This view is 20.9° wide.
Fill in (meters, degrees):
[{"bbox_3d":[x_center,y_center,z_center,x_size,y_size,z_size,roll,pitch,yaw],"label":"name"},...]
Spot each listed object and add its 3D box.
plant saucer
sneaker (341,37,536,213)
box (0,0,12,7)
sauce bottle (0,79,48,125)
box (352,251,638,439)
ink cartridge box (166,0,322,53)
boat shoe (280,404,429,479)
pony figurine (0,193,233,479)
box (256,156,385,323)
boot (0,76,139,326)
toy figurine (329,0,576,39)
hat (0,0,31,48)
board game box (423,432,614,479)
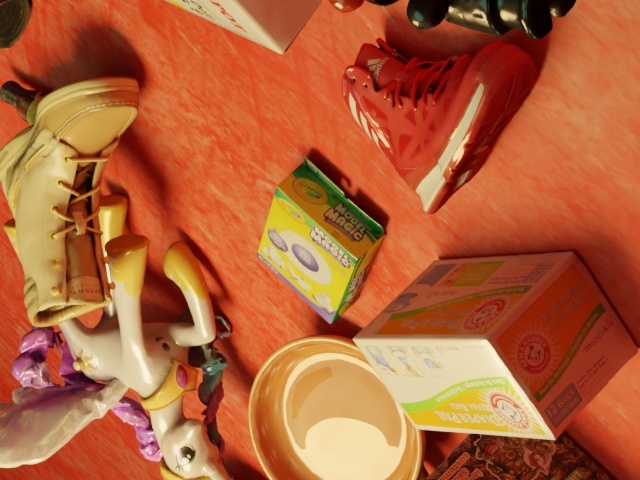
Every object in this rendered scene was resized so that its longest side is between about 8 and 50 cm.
[{"bbox_3d":[0.020,0.189,1.761,0.200,0.037,0.200,8,108,27],"label":"plant saucer"},{"bbox_3d":[0.072,-0.107,1.276,0.128,0.087,0.221,43,154,8],"label":"sneaker"},{"bbox_3d":[-0.492,-0.344,1.637,0.318,0.097,0.395,-21,103,36],"label":"box"},{"bbox_3d":[-0.304,-0.141,1.901,0.128,0.042,0.042,31,151,32],"label":"sauce bottle"},{"bbox_3d":[0.139,0.085,1.416,0.103,0.114,0.203,55,154,-16],"label":"box"},{"bbox_3d":[-0.133,-0.269,1.264,0.278,0.117,0.201,28,171,37],"label":"ink cartridge box"},{"bbox_3d":[0.042,0.201,1.819,0.207,0.073,0.073,45,-164,14],"label":"boat shoe"},{"bbox_3d":[-0.242,0.134,1.992,0.351,0.303,0.363,10,121,42],"label":"pony figurine"},{"bbox_3d":[0.000,0.000,1.609,0.105,0.043,0.179,42,154,11],"label":"box"},{"bbox_3d":[-0.244,-0.036,1.752,0.262,0.095,0.203,-33,63,49],"label":"boot"},{"bbox_3d":[0.054,-0.224,0.959,0.148,0.213,0.209,22,101,38],"label":"toy figurine"},{"bbox_3d":[-0.457,-0.306,1.800,0.331,0.134,0.331,38,155,22],"label":"hat"},{"bbox_3d":[0.214,0.318,1.606,0.291,0.141,0.232,43,156,12],"label":"board game box"}]
